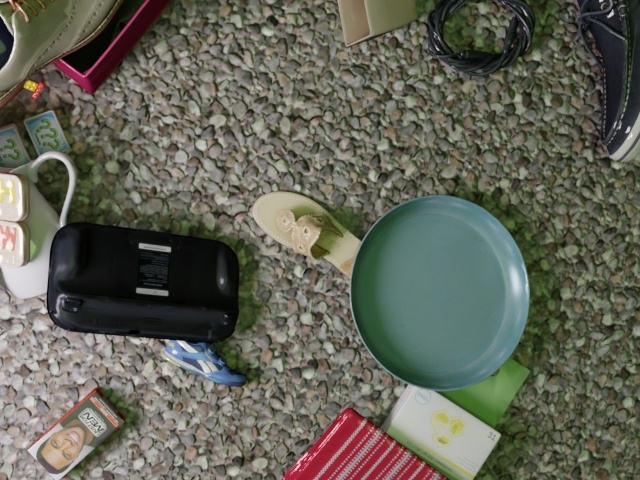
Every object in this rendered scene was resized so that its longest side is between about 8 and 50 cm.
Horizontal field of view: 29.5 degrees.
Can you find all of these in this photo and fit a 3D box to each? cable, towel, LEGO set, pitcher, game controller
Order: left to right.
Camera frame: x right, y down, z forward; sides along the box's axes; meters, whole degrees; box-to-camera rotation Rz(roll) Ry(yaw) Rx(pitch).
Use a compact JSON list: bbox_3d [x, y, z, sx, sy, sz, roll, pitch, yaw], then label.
[{"bbox_3d":[-0.501,-0.199,1.842,0.182,0.060,0.244,-21,125,-7],"label":"LEGO set"},{"bbox_3d":[-0.433,-0.026,1.859,0.178,0.125,0.207,-13,101,17],"label":"pitcher"},{"bbox_3d":[-0.266,0.067,1.881,0.319,0.067,0.166,8,71,-33],"label":"game controller"},{"bbox_3d":[0.091,0.416,1.983,0.275,0.031,0.199,37,104,-7],"label":"towel"},{"bbox_3d":[0.262,-0.346,2.011,0.184,0.047,0.150,-33,100,-9],"label":"cable"}]

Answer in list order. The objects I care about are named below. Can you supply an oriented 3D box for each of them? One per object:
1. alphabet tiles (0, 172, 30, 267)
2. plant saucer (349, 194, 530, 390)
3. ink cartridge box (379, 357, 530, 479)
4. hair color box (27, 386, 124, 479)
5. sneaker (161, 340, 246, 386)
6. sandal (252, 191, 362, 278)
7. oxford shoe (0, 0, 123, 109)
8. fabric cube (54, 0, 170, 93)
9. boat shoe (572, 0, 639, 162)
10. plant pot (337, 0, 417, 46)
[{"bbox_3d":[-0.557,-0.044,1.828,0.284,0.021,0.278,9,104,23],"label":"alphabet tiles"},{"bbox_3d":[0.191,0.086,1.983,0.318,0.044,0.317,2,84,-17],"label":"plant saucer"},{"bbox_3d":[0.225,0.274,2.013,0.171,0.056,0.235,34,89,-7],"label":"ink cartridge box"},{"bbox_3d":[-0.386,0.307,1.931,0.141,0.043,0.072,-42,97,-4],"label":"hair color box"},{"bbox_3d":[-0.180,0.191,1.954,0.144,0.053,0.059,26,86,-9],"label":"sneaker"},{"bbox_3d":[0.003,-0.006,1.960,0.240,0.079,0.088,33,87,-7],"label":"sandal"},{"bbox_3d":[-0.375,-0.303,1.606,0.140,0.146,0.397,41,85,-4],"label":"oxford shoe"},{"bbox_3d":[-0.366,-0.401,1.810,0.259,0.258,0.254,38,87,-7],"label":"fabric cube"},{"bbox_3d":[0.485,-0.374,1.974,0.156,0.187,0.500,6,86,-3],"label":"boat shoe"},{"bbox_3d":[0.094,-0.378,1.956,0.096,0.109,0.109,-11,93,-20],"label":"plant pot"}]
